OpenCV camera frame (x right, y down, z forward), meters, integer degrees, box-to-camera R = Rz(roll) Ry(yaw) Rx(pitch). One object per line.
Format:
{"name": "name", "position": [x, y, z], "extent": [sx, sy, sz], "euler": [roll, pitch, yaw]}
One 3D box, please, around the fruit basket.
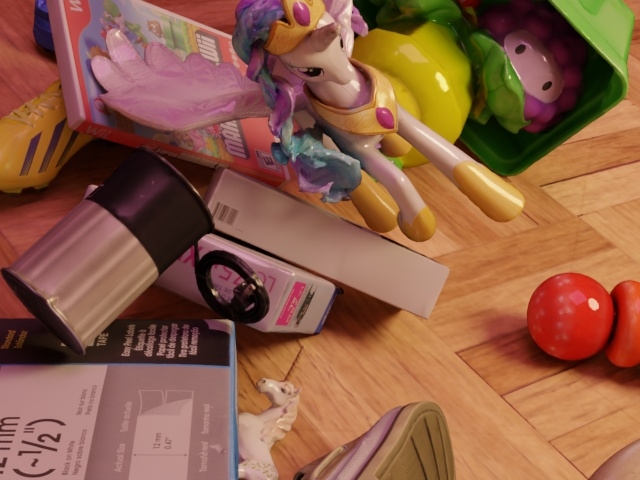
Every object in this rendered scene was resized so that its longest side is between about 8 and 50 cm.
{"name": "fruit basket", "position": [0.145, -0.226, 1.432], "extent": [0.392, 0.283, 0.392], "euler": [15, 59, -26]}

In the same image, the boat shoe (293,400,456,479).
{"name": "boat shoe", "position": [0.027, 0.202, 0.945], "extent": [0.103, 0.113, 0.302], "euler": [-11, 5, 22]}

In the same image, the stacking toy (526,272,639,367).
{"name": "stacking toy", "position": [0.374, 0.097, 1.243], "extent": [0.330, 0.141, 0.141], "euler": [6, 35, -3]}

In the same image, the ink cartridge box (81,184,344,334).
{"name": "ink cartridge box", "position": [-0.088, 0.026, 1.110], "extent": [0.185, 0.065, 0.311], "euler": [23, 2, 10]}

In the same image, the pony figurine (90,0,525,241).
{"name": "pony figurine", "position": [-0.005, -0.157, 1.187], "extent": [0.363, 0.303, 0.351], "euler": [44, -5, -41]}

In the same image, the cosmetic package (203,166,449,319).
{"name": "cosmetic package", "position": [0.000, 0.000, 1.197], "extent": [0.239, 0.060, 0.099], "euler": [24, -2, -11]}

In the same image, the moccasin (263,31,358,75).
{"name": "moccasin", "position": [-0.010, -0.269, 1.602], "extent": [0.137, 0.117, 0.342], "euler": [33, 38, 23]}

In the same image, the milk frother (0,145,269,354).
{"name": "milk frother", "position": [-0.128, 0.034, 0.885], "extent": [0.143, 0.129, 0.135], "euler": [39, 71, 16]}

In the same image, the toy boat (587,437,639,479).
{"name": "toy boat", "position": [0.377, 0.251, 1.020], "extent": [0.318, 0.148, 0.267], "euler": [-26, 46, -35]}

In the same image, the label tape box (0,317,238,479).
{"name": "label tape box", "position": [-0.230, 0.150, 0.841], "extent": [0.347, 0.115, 0.249], "euler": [2, 21, -5]}

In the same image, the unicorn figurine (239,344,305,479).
{"name": "unicorn figurine", "position": [-0.065, 0.168, 1.020], "extent": [0.111, 0.060, 0.162], "euler": [5, 52, -17]}

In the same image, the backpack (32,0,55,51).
{"name": "backpack", "position": [-0.301, -0.285, 1.525], "extent": [0.098, 0.101, 0.120], "euler": [23, 38, 21]}

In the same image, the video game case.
{"name": "video game case", "position": [-0.164, -0.173, 1.336], "extent": [0.285, 0.025, 0.204], "euler": [14, 50, -43]}

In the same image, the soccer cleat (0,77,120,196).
{"name": "soccer cleat", "position": [-0.276, -0.139, 1.304], "extent": [0.093, 0.121, 0.289], "euler": [29, 36, 19]}
